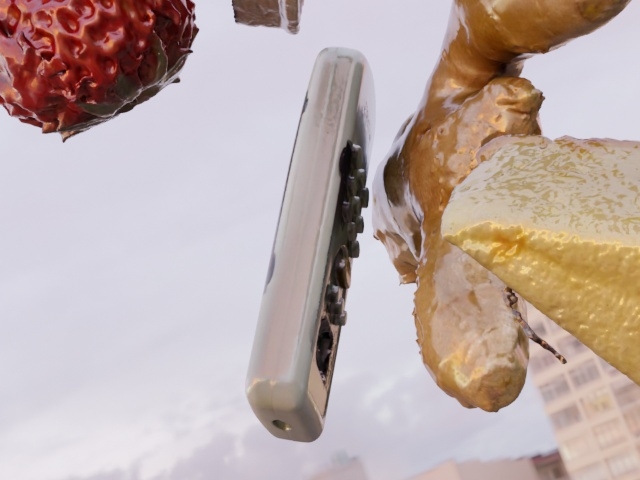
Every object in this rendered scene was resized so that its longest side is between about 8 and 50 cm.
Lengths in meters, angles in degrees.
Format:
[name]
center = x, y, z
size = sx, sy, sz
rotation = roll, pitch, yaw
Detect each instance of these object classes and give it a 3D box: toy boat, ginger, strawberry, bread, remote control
[toy boat]
center = -0.044, -0.246, 1.032
size = 0.061, 0.116, 0.188
rotation = 2, -5, 0
[ginger]
center = 0.113, -0.083, 0.904
size = 0.122, 0.363, 0.348
rotation = 4, 8, -14
[strawberry]
center = -0.239, -0.222, 1.053
size = 0.205, 0.244, 0.205
rotation = -34, 5, 3
[bread]
center = 0.096, 0.014, 0.400
size = 0.109, 0.080, 0.084
rotation = 7, 30, 29
[remote control]
center = 0.000, 0.000, 0.897
size = 0.056, 0.296, 0.140
rotation = 8, -22, 8
